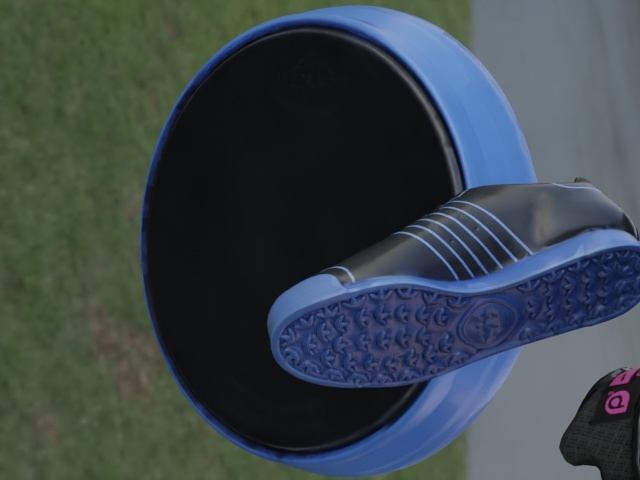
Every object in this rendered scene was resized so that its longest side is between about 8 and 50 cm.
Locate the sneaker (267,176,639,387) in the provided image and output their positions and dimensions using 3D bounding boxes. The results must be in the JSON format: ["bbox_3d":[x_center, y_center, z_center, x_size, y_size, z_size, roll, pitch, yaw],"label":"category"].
[{"bbox_3d":[0.074,0.019,1.021,0.090,0.232,0.081,-116,-160,-51],"label":"sneaker"}]

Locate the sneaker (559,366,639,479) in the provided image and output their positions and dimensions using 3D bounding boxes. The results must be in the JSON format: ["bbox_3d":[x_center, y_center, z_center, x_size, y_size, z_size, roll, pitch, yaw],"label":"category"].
[{"bbox_3d":[0.254,0.129,1.050,0.185,0.202,0.483,-28,151,-49],"label":"sneaker"}]

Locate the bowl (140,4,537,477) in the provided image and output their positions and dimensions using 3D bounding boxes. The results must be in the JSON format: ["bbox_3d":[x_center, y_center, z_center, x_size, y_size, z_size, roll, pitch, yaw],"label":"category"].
[{"bbox_3d":[0.000,0.000,1.427,0.077,0.391,0.391,2,77,-49],"label":"bowl"}]
